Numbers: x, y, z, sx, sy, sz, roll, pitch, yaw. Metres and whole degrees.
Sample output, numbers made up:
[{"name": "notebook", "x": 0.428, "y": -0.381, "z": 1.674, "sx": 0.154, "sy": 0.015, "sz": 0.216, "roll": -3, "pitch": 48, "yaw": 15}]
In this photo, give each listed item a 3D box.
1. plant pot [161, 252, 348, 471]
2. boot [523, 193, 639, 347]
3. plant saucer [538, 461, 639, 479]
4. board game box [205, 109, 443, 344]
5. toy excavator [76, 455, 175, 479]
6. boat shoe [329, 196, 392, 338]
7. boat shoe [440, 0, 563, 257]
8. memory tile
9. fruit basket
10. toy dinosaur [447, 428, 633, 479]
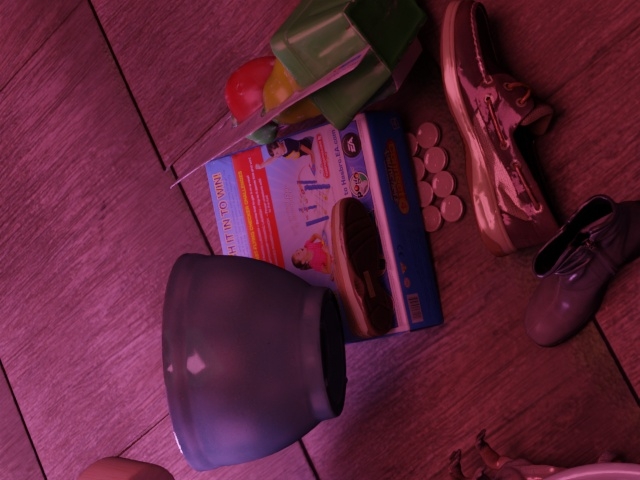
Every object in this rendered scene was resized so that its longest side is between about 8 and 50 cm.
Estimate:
[{"name": "plant pot", "x": -0.074, "y": 0.155, "z": 2.039, "sx": 0.196, "sy": 0.293, "sz": 0.293, "roll": -4, "pitch": 85, "yaw": 11}, {"name": "boot", "x": 0.302, "y": 0.033, "z": 1.896, "sx": 0.246, "sy": 0.161, "sz": 0.083, "roll": -52, "pitch": 59, "yaw": 25}, {"name": "plant saucer", "x": 0.353, "y": 0.464, "z": 1.797, "sx": 0.400, "sy": 0.100, "sz": 0.400, "roll": -4, "pitch": 78, "yaw": 18}, {"name": "board game box", "x": 0.000, "y": 0.000, "z": 2.172, "sx": 0.302, "sy": 0.086, "sz": 0.308, "roll": -14, "pitch": 86, "yaw": 38}, {"name": "toy excavator", "x": -0.116, "y": 0.443, "z": 2.000, "sx": 0.222, "sy": 0.445, "sz": 0.433, "roll": 4, "pitch": 106, "yaw": 38}, {"name": "boat shoe", "x": 0.038, "y": 0.039, "z": 2.052, "sx": 0.072, "sy": 0.068, "sz": 0.190, "roll": -13, "pitch": 87, "yaw": 49}, {"name": "boat shoe", "x": 0.244, "y": -0.156, "z": 1.988, "sx": 0.123, "sy": 0.123, "sz": 0.342, "roll": -14, "pitch": 80, "yaw": 24}, {"name": "memory tile", "x": 0.138, "y": -0.081, "z": 2.129, "sx": 0.113, "sy": 0.012, "sz": 0.148, "roll": -27, "pitch": 73, "yaw": 35}, {"name": "fruit basket", "x": -0.023, "y": -0.219, "z": 2.113, "sx": 0.165, "sy": 0.327, "sz": 0.353, "roll": 45, "pitch": 126, "yaw": -11}, {"name": "toy dinosaur", "x": 0.250, "y": 0.355, "z": 1.967, "sx": 0.200, "sy": 0.127, "sz": 0.296, "roll": 38, "pitch": 136, "yaw": -5}]
